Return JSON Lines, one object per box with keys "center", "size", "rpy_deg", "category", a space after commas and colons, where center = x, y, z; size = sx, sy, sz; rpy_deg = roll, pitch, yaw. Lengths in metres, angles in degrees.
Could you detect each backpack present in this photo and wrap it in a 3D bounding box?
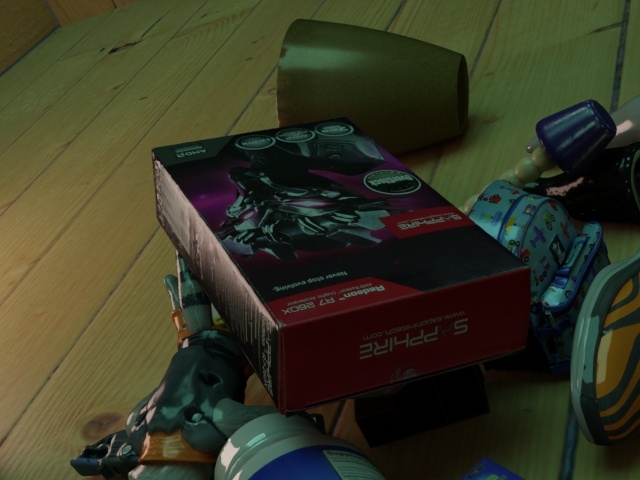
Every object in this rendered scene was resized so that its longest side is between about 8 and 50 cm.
{"center": [0.212, 0.028, 0.975], "size": [0.117, 0.173, 0.158], "rpy_deg": [1, 37, 41], "category": "backpack"}

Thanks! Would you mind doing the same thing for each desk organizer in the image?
{"center": [0.100, 0.159, 0.980], "size": [0.130, 0.047, 0.050], "rpy_deg": [-20, 30, 11], "category": "desk organizer"}

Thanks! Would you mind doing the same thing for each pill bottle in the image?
{"center": [0.003, 0.251, 0.785], "size": [0.152, 0.152, 0.272], "rpy_deg": [-31, 28, -10], "category": "pill bottle"}

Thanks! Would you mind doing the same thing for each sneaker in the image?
{"center": [0.352, 0.061, 0.858], "size": [0.180, 0.125, 0.321], "rpy_deg": [3, 39, 44], "category": "sneaker"}

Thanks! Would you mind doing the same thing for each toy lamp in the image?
{"center": [0.216, -0.062, 1.129], "size": [0.274, 0.080, 0.080], "rpy_deg": [-39, 18, 31], "category": "toy lamp"}

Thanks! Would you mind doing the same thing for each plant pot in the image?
{"center": [0.091, -0.221, 1.485], "size": [0.254, 0.237, 0.237], "rpy_deg": [1, 35, 16], "category": "plant pot"}

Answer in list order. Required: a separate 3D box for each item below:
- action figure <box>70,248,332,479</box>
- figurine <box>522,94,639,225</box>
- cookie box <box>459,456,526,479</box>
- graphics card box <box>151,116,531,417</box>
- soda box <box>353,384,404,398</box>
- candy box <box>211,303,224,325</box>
{"center": [-0.157, 0.151, 1.040], "size": [0.341, 0.178, 0.330], "rpy_deg": [-16, 45, 24], "category": "action figure"}
{"center": [0.327, -0.101, 1.207], "size": [0.209, 0.092, 0.215], "rpy_deg": [-2, 34, 44], "category": "figurine"}
{"center": [0.146, 0.240, 0.806], "size": [0.092, 0.040, 0.107], "rpy_deg": [-36, 29, -21], "category": "cookie box"}
{"center": [0.000, 0.000, 0.928], "size": [0.232, 0.094, 0.371], "rpy_deg": [-12, 30, -20], "category": "graphics card box"}
{"center": [0.098, 0.063, 1.028], "size": [0.083, 0.092, 0.263], "rpy_deg": [-8, 18, 40], "category": "soda box"}
{"center": [-0.059, 0.055, 1.260], "size": [0.159, 0.071, 0.233], "rpy_deg": [-16, 30, 19], "category": "candy box"}
